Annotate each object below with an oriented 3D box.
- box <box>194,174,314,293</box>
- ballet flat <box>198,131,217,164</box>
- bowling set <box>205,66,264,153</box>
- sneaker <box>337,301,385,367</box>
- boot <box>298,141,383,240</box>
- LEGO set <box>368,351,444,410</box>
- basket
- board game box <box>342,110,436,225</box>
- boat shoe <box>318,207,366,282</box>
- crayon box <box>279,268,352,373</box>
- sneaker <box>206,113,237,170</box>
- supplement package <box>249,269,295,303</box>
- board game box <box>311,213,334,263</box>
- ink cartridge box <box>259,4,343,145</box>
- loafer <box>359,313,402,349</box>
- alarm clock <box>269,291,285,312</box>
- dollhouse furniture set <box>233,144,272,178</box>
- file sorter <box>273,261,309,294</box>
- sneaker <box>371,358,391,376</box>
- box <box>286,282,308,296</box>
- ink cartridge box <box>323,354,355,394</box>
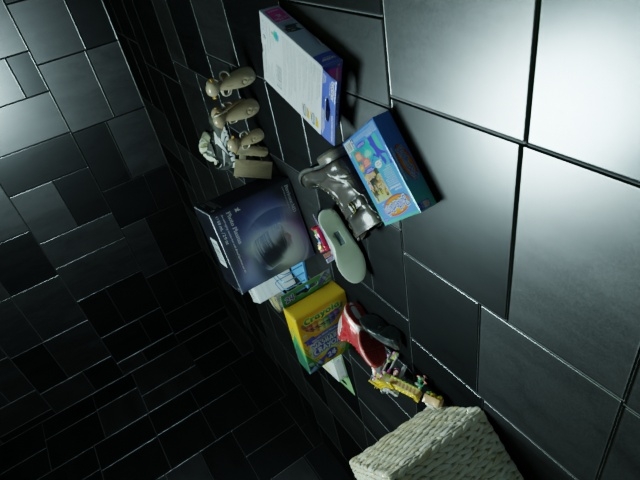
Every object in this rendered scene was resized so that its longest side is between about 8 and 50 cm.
[{"bbox_3d":[-0.217,-0.031,1.675,0.182,0.294,0.296,22,136,58],"label":"box"},{"bbox_3d":[-0.475,-0.392,2.127,0.248,0.086,0.086,44,153,39],"label":"ballet flat"},{"bbox_3d":[-0.298,-0.430,1.559,0.200,0.154,0.287,45,153,36],"label":"bowling set"},{"bbox_3d":[0.126,0.316,1.576,0.128,0.087,0.221,114,141,-50],"label":"sneaker"},{"bbox_3d":[0.052,-0.102,1.246,0.229,0.091,0.263,62,157,1],"label":"boot"},{"bbox_3d":[0.247,0.401,1.464,0.132,0.107,0.287,41,157,-18],"label":"LEGO set"},{"bbox_3d":[0.290,0.622,1.273,0.266,0.331,0.328,61,159,9],"label":"basket"},{"bbox_3d":[0.140,-0.144,1.047,0.210,0.047,0.160,63,159,-2],"label":"board game box"},{"bbox_3d":[0.064,0.010,1.403,0.227,0.079,0.081,64,-174,-7],"label":"boat shoe"},{"bbox_3d":[-0.002,0.280,1.696,0.083,0.203,0.323,37,148,47],"label":"crayon box"},{"bbox_3d":[-0.406,-0.377,1.948,0.078,0.106,0.234,31,143,52],"label":"sneaker"},{"bbox_3d":[-0.214,0.174,2.092,0.105,0.179,0.105,64,159,-7],"label":"supplement package"},{"bbox_3d":[0.000,0.000,1.505,0.169,0.033,0.133,61,177,38],"label":"board game box"},{"bbox_3d":[-0.035,-0.380,1.142,0.311,0.065,0.186,52,157,30],"label":"ink cartridge box"},{"bbox_3d":[0.176,0.273,1.477,0.170,0.062,0.061,32,149,55],"label":"loafer"},{"bbox_3d":[-0.192,0.271,2.328,0.129,0.064,0.192,63,162,-4],"label":"alarm clock"},{"bbox_3d":[-0.224,-0.273,1.715,0.151,0.123,0.144,126,148,-84],"label":"dollhouse furniture set"},{"bbox_3d":[-0.126,0.114,1.918,0.118,0.104,0.170,42,152,43],"label":"file sorter"},{"bbox_3d":[0.190,0.383,1.613,0.065,0.061,0.158,-15,105,41],"label":"sneaker"},{"bbox_3d":[-0.092,0.212,2.021,0.052,0.062,0.083,65,159,-12],"label":"box"},{"bbox_3d":[0.055,0.546,2.114,0.171,0.056,0.235,28,139,55],"label":"ink cartridge box"}]
